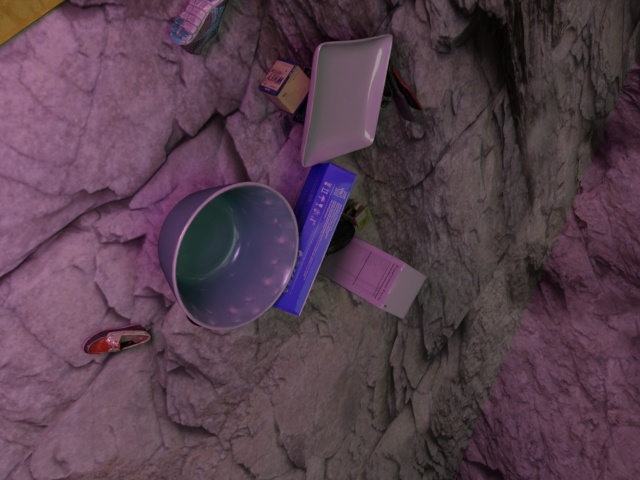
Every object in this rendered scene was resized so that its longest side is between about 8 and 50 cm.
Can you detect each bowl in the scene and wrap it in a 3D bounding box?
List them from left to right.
[{"bbox_3d":[-0.214,0.015,1.344,0.311,0.163,0.311,-19,118,-40],"label":"bowl"}]

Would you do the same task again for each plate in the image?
[{"bbox_3d":[0.051,-0.326,1.468,0.278,0.045,0.277,-26,133,-45],"label":"plate"}]

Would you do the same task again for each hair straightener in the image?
[{"bbox_3d":[0.189,-0.380,1.652,0.089,0.047,0.230,-54,141,-9],"label":"hair straightener"}]

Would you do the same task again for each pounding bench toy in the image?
[{"bbox_3d":[0.089,-0.080,1.709,0.052,0.065,0.083,-44,138,-18],"label":"pounding bench toy"}]

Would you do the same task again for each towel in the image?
[{"bbox_3d":[-0.481,-0.351,0.959,0.237,0.021,0.102,-45,139,-19],"label":"towel"}]

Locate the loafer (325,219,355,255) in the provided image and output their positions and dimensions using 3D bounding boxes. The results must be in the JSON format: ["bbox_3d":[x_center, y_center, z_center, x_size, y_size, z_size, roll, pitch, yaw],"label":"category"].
[{"bbox_3d":[0.000,0.000,1.649,0.223,0.076,0.078,-28,135,-27],"label":"loafer"}]

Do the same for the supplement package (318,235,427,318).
[{"bbox_3d":[0.132,0.088,1.715,0.134,0.244,0.139,29,90,-51],"label":"supplement package"}]

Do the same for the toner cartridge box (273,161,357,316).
[{"bbox_3d":[-0.034,-0.008,1.505,0.075,0.165,0.348,23,88,-15],"label":"toner cartridge box"}]

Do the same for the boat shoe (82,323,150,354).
[{"bbox_3d":[-0.424,0.210,1.342,0.137,0.043,0.049,-13,123,-41],"label":"boat shoe"}]

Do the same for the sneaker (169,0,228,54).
[{"bbox_3d":[-0.210,-0.417,1.197,0.166,0.065,0.076,-52,157,-6],"label":"sneaker"}]

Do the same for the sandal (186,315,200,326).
[{"bbox_3d":[-0.272,0.129,1.460,0.067,0.040,0.179,-27,130,-37],"label":"sandal"}]

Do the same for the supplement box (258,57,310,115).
[{"bbox_3d":[-0.072,-0.332,1.388,0.083,0.056,0.083,-58,142,-5],"label":"supplement box"}]

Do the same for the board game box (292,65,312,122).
[{"bbox_3d":[0.021,-0.335,1.512,0.186,0.026,0.126,-7,118,-45],"label":"board game box"}]
